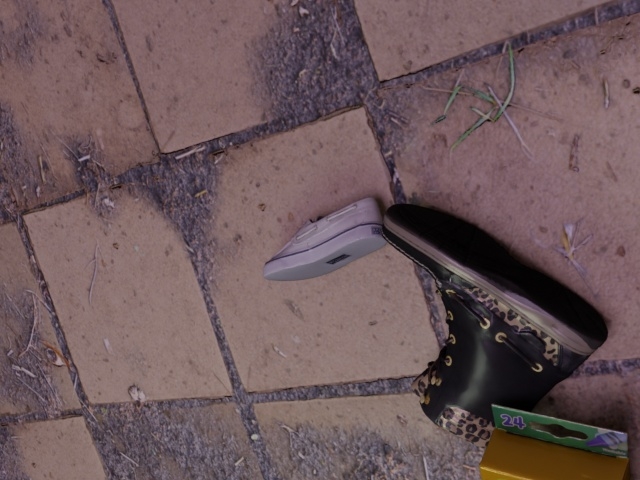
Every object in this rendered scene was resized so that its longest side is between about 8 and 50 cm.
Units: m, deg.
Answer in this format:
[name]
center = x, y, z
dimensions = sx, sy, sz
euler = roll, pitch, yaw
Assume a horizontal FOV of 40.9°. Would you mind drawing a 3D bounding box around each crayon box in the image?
[crayon box]
center = 0.360, 0.403, 1.305
dimensions = 0.203, 0.083, 0.322
euler = 7, 132, 30

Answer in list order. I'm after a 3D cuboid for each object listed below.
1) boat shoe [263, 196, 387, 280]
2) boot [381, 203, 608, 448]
[boat shoe]
center = 0.000, 0.000, 1.479
dimensions = 0.268, 0.096, 0.088
euler = -27, 62, 43
[boot]
center = 0.218, 0.139, 1.352
dimensions = 0.377, 0.138, 0.284
euler = 32, 121, 12
